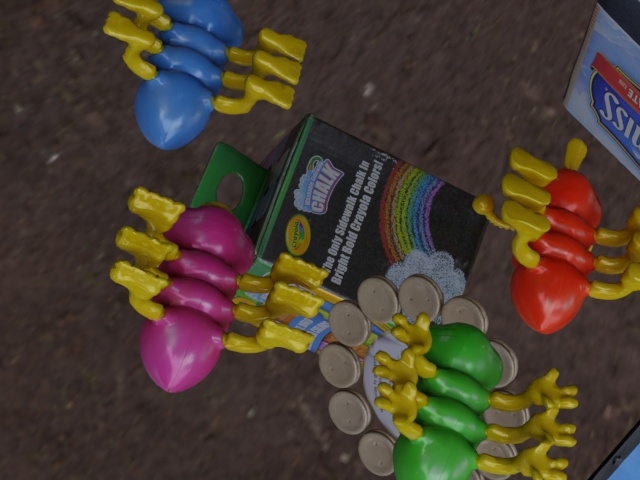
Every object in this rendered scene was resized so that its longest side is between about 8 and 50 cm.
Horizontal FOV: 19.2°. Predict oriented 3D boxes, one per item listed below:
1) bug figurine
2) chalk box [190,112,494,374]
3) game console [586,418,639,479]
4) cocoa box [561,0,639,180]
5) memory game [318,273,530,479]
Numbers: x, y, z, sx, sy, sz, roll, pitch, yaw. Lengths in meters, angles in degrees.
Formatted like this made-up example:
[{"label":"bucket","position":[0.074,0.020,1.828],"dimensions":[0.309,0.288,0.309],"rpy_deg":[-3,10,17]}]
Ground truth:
[{"label":"bug figurine","position":[0.014,-0.001,0.820],"dimensions":[0.279,0.216,0.072],"rpy_deg":[26,141,-11]},{"label":"chalk box","position":[0.000,0.000,1.981],"dimensions":[0.289,0.180,0.179],"rpy_deg":[26,155,-10]},{"label":"game console","position":[0.206,0.153,1.018],"dimensions":[0.122,0.071,0.107],"rpy_deg":[-52,58,17]},{"label":"cocoa box","position":[0.410,-0.118,1.547],"dimensions":[0.347,0.231,0.228],"rpy_deg":[49,148,27]},{"label":"memory game","position":[0.075,0.111,1.403],"dimensions":[0.186,0.012,0.186],"rpy_deg":[16,117,33]}]
